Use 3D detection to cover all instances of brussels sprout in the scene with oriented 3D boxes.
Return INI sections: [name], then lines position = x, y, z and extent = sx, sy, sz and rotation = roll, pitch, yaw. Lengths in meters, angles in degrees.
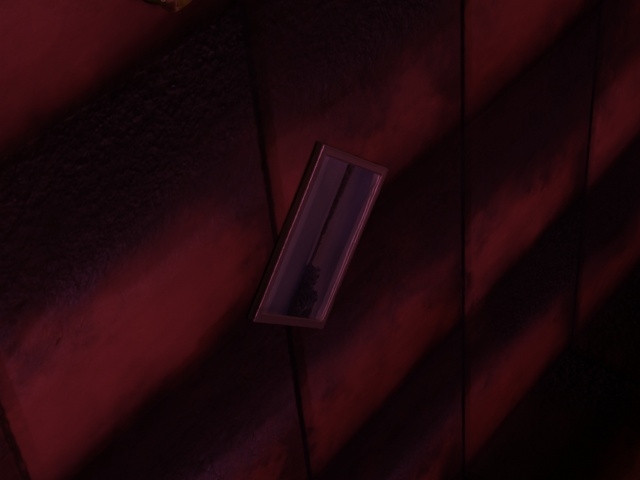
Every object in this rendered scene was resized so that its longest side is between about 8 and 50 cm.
[brussels sprout]
position = -0.179, -0.287, 1.315
extent = 0.083, 0.046, 0.051
rotation = -20, 84, -42

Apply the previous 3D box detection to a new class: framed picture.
[framed picture]
position = 0.000, 0.000, 1.810
extent = 0.213, 0.016, 0.289
rotation = 14, 99, -58
